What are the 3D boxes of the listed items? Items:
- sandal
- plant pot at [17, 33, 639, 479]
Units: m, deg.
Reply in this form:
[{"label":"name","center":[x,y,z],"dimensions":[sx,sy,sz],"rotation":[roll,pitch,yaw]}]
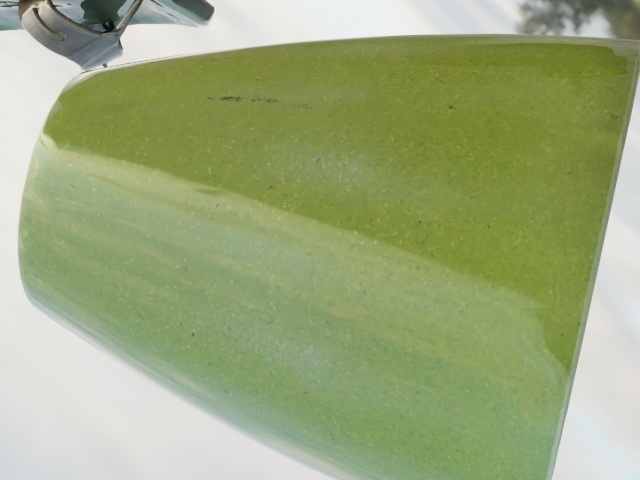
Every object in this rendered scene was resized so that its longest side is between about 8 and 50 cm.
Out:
[{"label":"sandal","center":[-0.209,-0.184,1.327],"dimensions":[0.303,0.086,0.120],"rotation":[1,165,40]},{"label":"plant pot","center":[0.000,0.000,0.842],"dimensions":[0.294,0.274,0.275],"rotation":[13,-168,9]}]
